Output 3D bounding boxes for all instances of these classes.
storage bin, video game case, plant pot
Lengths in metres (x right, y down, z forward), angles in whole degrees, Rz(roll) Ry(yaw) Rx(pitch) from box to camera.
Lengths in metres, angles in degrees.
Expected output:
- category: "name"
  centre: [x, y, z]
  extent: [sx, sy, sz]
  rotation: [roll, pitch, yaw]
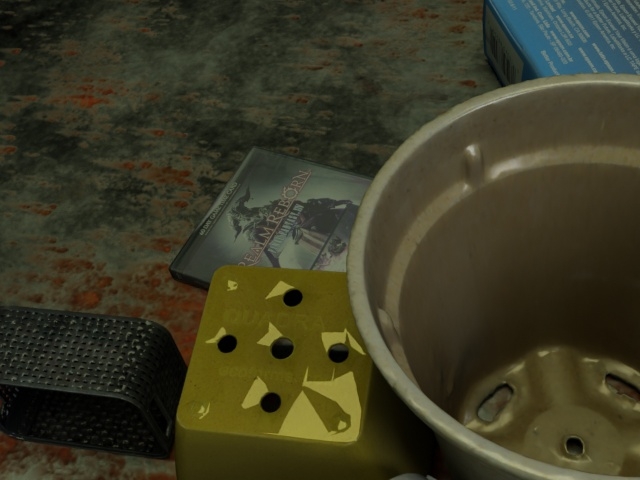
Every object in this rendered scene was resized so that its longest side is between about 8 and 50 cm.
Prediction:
- category: "storage bin"
  centre: [-0.226, 0.134, 0.881]
  extent: [0.180, 0.122, 0.084]
  rotation: [5, 53, 14]
- category: "video game case"
  centre: [0.000, 0.000, 1.011]
  extent: [0.274, 0.026, 0.196]
  rotation: [17, 56, 21]
- category: "plant pot"
  centre: [-0.014, 0.131, 0.788]
  extent: [0.212, 0.187, 0.212]
  rotation: [3, 60, 14]
- category: "plant pot"
  centre: [0.203, 0.096, 0.713]
  extent: [0.334, 0.305, 0.333]
  rotation: [-5, 52, 6]

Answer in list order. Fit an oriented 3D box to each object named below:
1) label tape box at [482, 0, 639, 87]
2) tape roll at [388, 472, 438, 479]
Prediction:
- category: "label tape box"
  centre: [0.391, -0.219, 1.059]
  extent: [0.348, 0.115, 0.249]
  rotation: [-15, 51, -5]
- category: "tape roll"
  centre: [0.066, 0.301, 0.614]
  extent: [0.169, 0.246, 0.246]
  rotation: [29, 62, 29]
